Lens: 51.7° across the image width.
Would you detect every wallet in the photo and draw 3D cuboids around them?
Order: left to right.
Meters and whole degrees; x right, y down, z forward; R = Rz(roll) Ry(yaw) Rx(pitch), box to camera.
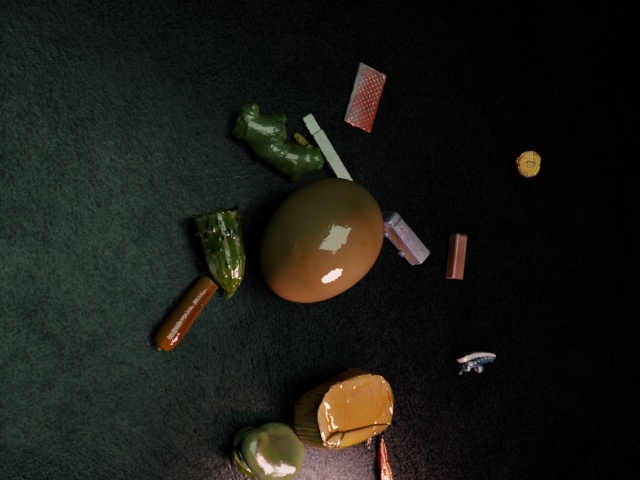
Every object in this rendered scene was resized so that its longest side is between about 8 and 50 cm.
[{"bbox_3d":[0.137,-0.439,2.035,0.103,0.020,0.196,20,78,-24],"label":"wallet"}]

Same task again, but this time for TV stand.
[{"bbox_3d":[0.022,-0.263,1.955,0.036,0.042,0.249,-32,101,-4],"label":"TV stand"}]

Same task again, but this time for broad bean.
[{"bbox_3d":[-0.137,0.580,1.794,0.228,0.100,0.169,5,83,-31],"label":"broad bean"}]

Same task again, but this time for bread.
[{"bbox_3d":[0.056,0.471,1.861,0.288,0.156,0.204,-16,98,-39],"label":"bread"}]

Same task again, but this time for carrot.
[{"bbox_3d":[-0.355,0.193,1.720,0.067,0.067,0.225,42,68,-19],"label":"carrot"}]

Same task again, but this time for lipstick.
[{"bbox_3d":[0.443,0.052,2.152,0.045,0.045,0.145,11,83,-28],"label":"lipstick"}]

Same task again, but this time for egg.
[{"bbox_3d":[0.000,0.000,1.784,0.374,0.301,0.301,-40,105,-11],"label":"egg"}]

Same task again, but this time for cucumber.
[{"bbox_3d":[-0.257,0.033,1.752,0.134,0.134,0.244,-14,100,-27],"label":"cucumber"}]

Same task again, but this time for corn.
[{"bbox_3d":[-0.047,-0.281,1.925,0.083,0.028,0.027,45,80,-18],"label":"corn"}]

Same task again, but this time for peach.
[{"bbox_3d":[0.716,-0.269,2.303,0.098,0.061,0.098,-3,104,-11],"label":"peach"}]

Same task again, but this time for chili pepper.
[{"bbox_3d":[0.190,0.678,1.996,0.045,0.027,0.178,-8,91,-32],"label":"chili pepper"}]

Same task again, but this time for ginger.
[{"bbox_3d":[-0.118,-0.275,1.852,0.290,0.089,0.137,41,75,-19],"label":"ginger"}]

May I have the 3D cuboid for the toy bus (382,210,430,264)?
[{"bbox_3d":[0.254,-0.007,2.041,0.064,0.075,0.190,-48,109,-21],"label":"toy bus"}]

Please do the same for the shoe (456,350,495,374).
[{"bbox_3d":[0.512,0.397,2.159,0.143,0.064,0.071,-4,88,-25],"label":"shoe"}]

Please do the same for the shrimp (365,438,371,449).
[{"bbox_3d":[0.162,0.565,1.990,0.091,0.025,0.127,13,78,-28],"label":"shrimp"}]
